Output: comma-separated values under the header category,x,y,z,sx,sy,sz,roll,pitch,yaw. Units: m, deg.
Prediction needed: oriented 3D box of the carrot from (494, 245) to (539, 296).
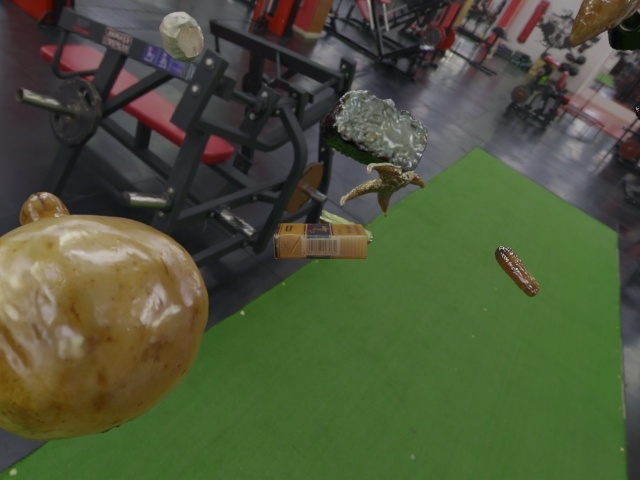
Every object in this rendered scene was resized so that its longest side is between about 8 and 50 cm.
category,x,y,z,sx,sy,sz,roll,pitch,yaw
carrot,0.595,0.094,1.378,0.060,0.060,0.186,3,47,-33

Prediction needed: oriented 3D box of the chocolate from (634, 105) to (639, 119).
category,x,y,z,sx,sy,sz,roll,pitch,yaw
chocolate,0.823,-0.304,1.076,0.182,0.028,0.086,-23,79,-20

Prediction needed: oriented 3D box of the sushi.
category,x,y,z,sx,sy,sz,roll,pitch,yaw
sushi,0.174,-0.320,1.381,0.343,0.197,0.182,23,1,-17

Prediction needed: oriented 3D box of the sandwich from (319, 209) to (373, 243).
category,x,y,z,sx,sy,sz,roll,pitch,yaw
sandwich,0.093,-0.031,1.858,0.244,0.088,0.090,25,34,-10

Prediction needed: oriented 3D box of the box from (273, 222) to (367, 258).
category,x,y,z,sx,sy,sz,roll,pitch,yaw
box,0.000,0.001,1.202,0.237,0.070,0.152,2,14,-1

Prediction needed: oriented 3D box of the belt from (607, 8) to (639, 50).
category,x,y,z,sx,sy,sz,roll,pitch,yaw
belt,0.588,-0.425,0.742,0.289,0.164,0.184,-42,32,-15

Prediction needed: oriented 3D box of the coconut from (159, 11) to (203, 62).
category,x,y,z,sx,sy,sz,roll,pitch,yaw
coconut,-0.358,-0.521,1.186,0.110,0.124,0.110,-3,53,4

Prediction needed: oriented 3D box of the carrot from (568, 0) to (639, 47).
category,x,y,z,sx,sy,sz,roll,pitch,yaw
carrot,0.390,-0.331,0.517,0.102,0.263,0.102,38,19,-15

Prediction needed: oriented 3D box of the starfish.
category,x,y,z,sx,sy,sz,roll,pitch,yaw
starfish,0.128,-0.114,0.971,0.247,0.138,0.050,8,52,-53

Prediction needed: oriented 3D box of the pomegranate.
category,x,y,z,sx,sy,sz,roll,pitch,yaw
pomegranate,-0.392,0.107,0.752,0.410,0.410,0.410,19,34,-13
